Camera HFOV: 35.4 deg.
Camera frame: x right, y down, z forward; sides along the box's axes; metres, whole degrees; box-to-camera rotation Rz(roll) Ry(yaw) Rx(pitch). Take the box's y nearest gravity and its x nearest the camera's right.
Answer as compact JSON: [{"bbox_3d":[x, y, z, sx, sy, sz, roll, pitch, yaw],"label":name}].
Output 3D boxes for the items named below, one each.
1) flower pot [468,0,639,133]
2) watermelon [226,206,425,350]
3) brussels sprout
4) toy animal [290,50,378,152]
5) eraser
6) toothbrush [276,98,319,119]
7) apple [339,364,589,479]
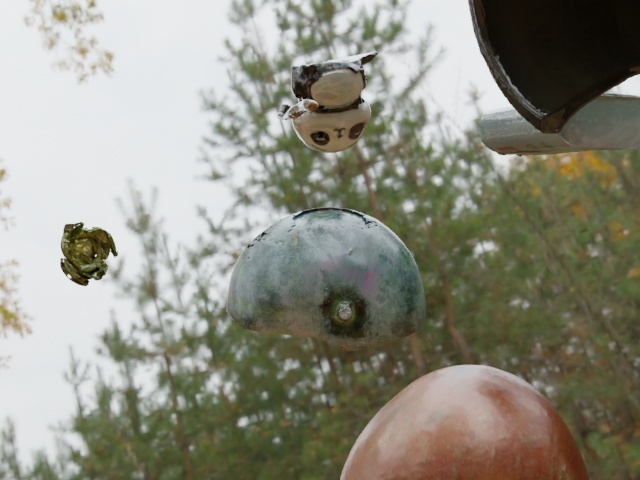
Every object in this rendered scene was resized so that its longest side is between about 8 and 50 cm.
[{"bbox_3d":[0.367,-0.311,1.096,0.251,0.379,0.379,-15,-16,-29],"label":"flower pot"},{"bbox_3d":[0.014,0.060,1.574,0.321,0.188,0.175,-5,17,-8],"label":"watermelon"},{"bbox_3d":[-0.327,0.022,1.392,0.085,0.085,0.058,-6,-23,-31],"label":"brussels sprout"},{"bbox_3d":[0.027,-0.246,1.811,0.166,0.179,0.138,-5,23,-12],"label":"toy animal"},{"bbox_3d":[0.357,-0.166,1.464,0.174,0.081,0.227,-3,2,-18],"label":"eraser"},{"bbox_3d":[-0.040,-0.217,1.674,0.023,0.031,0.321,22,2,-12],"label":"toothbrush"},{"bbox_3d":[0.133,0.238,0.945,0.253,0.254,0.253,-15,-18,-5],"label":"apple"}]
